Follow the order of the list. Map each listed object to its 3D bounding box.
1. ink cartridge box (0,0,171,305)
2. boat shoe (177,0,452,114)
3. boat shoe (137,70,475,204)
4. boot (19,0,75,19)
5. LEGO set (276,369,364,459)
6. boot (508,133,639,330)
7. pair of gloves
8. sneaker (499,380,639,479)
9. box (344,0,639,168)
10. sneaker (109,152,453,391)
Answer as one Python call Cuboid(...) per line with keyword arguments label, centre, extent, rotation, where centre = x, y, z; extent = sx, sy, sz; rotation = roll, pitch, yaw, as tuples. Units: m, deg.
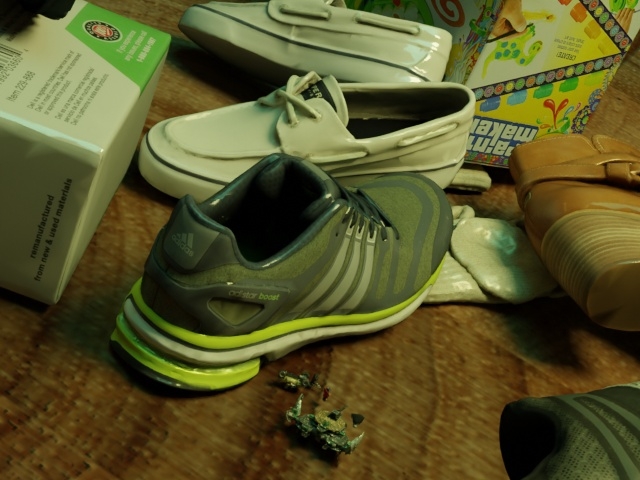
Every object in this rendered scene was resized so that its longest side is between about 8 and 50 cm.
Cuboid(label="ink cartridge box", centre=(-0.267, -0.104, 0.796), extent=(0.289, 0.121, 0.211), rotation=(21, 29, -5))
Cuboid(label="boat shoe", centre=(-0.004, -0.177, 1.073), extent=(0.258, 0.084, 0.095), rotation=(20, -9, 22))
Cuboid(label="boat shoe", centre=(-0.004, -0.085, 0.934), extent=(0.267, 0.088, 0.096), rotation=(0, 44, -17))
Cuboid(label="boot", centre=(-0.265, -0.229, 0.773), extent=(0.207, 0.094, 0.246), rotation=(12, 22, -31))
Cuboid(label="LEGO set", centre=(-0.001, 0.111, 0.755), extent=(0.054, 0.023, 0.083), rotation=(18, 18, -15))
Cuboid(label="boot", centre=(0.296, 0.001, 0.991), extent=(0.283, 0.109, 0.220), rotation=(4, 30, -12))
Cuboid(label="pair of gloves", centre=(0.094, -0.030, 1.016), extent=(0.204, 0.042, 0.240), rotation=(3, 37, -32))
Cuboid(label="sneaker", centre=(0.122, 0.237, 0.537), extent=(0.202, 0.185, 0.483), rotation=(0, 29, 17))
Cuboid(label="box", centre=(0.142, -0.259, 1.140), extent=(0.177, 0.279, 0.290), rotation=(5, 31, -39))
Cuboid(label="sneaker", centre=(0.000, 0.000, 0.810), extent=(0.111, 0.121, 0.300), rotation=(38, 37, 22))
